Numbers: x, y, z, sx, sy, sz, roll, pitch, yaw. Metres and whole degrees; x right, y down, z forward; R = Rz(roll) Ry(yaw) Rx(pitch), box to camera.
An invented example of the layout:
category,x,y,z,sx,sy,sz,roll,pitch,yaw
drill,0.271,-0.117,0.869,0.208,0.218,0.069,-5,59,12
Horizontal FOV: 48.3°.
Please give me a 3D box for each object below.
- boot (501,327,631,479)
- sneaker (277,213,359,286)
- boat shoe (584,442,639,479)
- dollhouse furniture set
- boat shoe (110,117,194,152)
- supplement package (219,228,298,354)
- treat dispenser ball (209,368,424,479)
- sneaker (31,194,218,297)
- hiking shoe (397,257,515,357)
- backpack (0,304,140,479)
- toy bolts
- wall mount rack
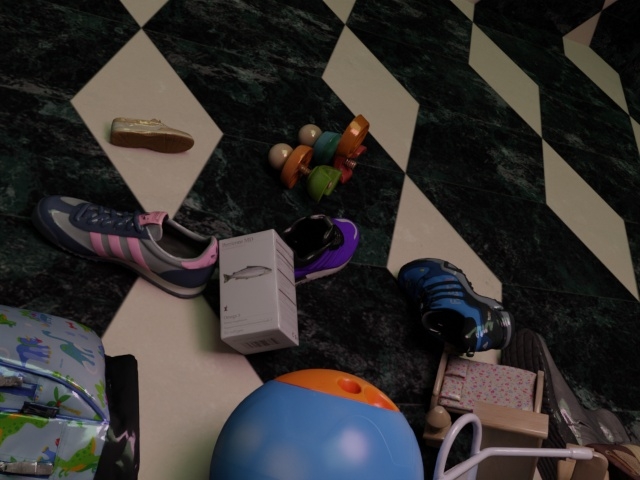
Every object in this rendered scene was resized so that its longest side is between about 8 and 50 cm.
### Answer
category,x,y,z,sx,sy,sz,roll,pitch,yaw
boot,0.507,0.348,1.449,0.223,0.118,0.338,9,57,-32
sneaker,0.000,0.001,1.400,0.102,0.146,0.293,47,42,15
boat shoe,0.535,0.468,1.179,0.123,0.123,0.342,17,29,-15
dollhouse furniture set,0.355,0.260,1.268,0.303,0.173,0.355,9,37,14
boat shoe,-0.341,-0.221,1.451,0.170,0.063,0.059,5,54,-30
supplement package,-0.105,0.089,1.212,0.105,0.105,0.179,53,28,-60
treat dispenser ball,-0.005,0.319,0.967,0.288,0.288,0.288,19,42,-18
sneaker,-0.322,-0.021,1.211,0.319,0.131,0.112,22,42,-14
hiking shoe,0.239,0.120,1.412,0.132,0.113,0.304,-9,26,-32
backpack,-0.400,0.192,0.856,0.356,0.273,0.290,2,13,-15
toy bolts,0.004,-0.219,1.599,0.158,0.218,0.228,34,21,8
wall mount rack,0.248,0.415,1.012,0.131,0.349,0.304,18,18,40
